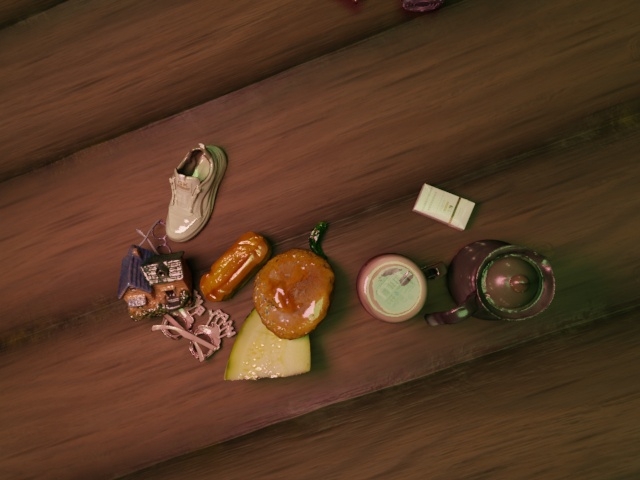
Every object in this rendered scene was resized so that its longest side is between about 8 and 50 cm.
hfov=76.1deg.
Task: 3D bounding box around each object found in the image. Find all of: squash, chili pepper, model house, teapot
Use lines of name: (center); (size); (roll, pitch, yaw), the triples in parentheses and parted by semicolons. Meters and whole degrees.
squash: (-0.146, 0.266, 1.151); (0.236, 0.204, 0.155); (-4, 108, 3)
chili pepper: (-0.008, 0.001, 1.211); (0.055, 0.035, 0.118); (-2, 87, 4)
model house: (-0.470, 0.104, 1.156); (0.182, 0.172, 0.167); (-9, 49, -7)
teapot: (0.419, 0.104, 1.037); (0.304, 0.285, 0.224); (-3, 86, 5)

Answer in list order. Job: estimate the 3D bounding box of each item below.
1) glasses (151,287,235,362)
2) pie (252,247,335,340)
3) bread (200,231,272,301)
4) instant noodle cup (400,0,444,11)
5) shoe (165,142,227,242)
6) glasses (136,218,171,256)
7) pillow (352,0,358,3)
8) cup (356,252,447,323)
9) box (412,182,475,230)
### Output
glasses: (-0.381, 0.240, 1.205); (0.255, 0.095, 0.162); (33, 80, 4)
pie: (-0.077, 0.143, 1.154); (0.273, 0.069, 0.274); (-10, 59, 16)
bread: (-0.248, 0.079, 1.203); (0.245, 0.094, 0.102); (-44, 78, 2)
instant noodle cup: (0.297, -0.741, 1.172); (0.208, 0.177, 0.126); (6, 101, 25)
shoe: (-0.383, -0.148, 1.198); (0.124, 0.159, 0.317); (20, 86, 5)
glasses: (-0.500, -0.001, 1.224); (0.062, 0.104, 0.140); (-10, 82, 7)
pillow: (0.051, -0.896, 1.226); (0.307, 0.108, 0.306); (28, 91, 6)
cup: (0.220, 0.116, 1.099); (0.252, 0.200, 0.192); (-20, 84, 3)
box: (0.354, -0.096, 1.180); (0.154, 0.040, 0.084); (23, 86, 6)
